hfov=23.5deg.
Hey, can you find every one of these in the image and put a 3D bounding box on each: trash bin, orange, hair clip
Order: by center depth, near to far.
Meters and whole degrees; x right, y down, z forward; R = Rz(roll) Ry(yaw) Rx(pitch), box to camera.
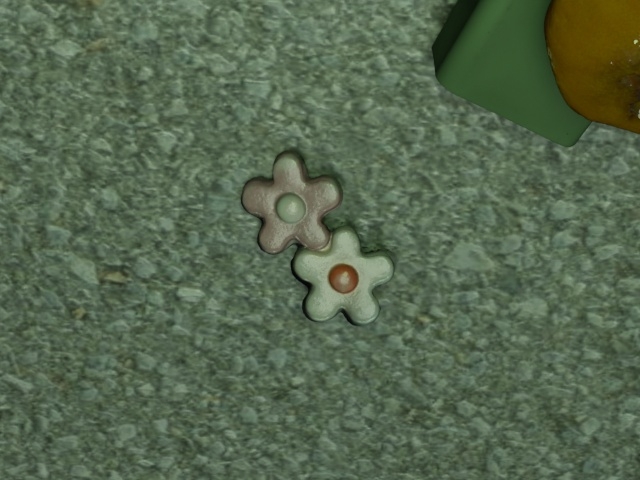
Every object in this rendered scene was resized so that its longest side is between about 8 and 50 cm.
[{"bbox_3d":[0.365,-0.223,1.687,0.249,0.183,0.249,0,125,0],"label":"orange"},{"bbox_3d":[0.305,-0.308,1.836,0.223,0.158,0.343,23,121,-13],"label":"trash bin"},{"bbox_3d":[-0.002,0.003,2.060,0.146,0.075,0.257,-29,108,21],"label":"hair clip"}]
